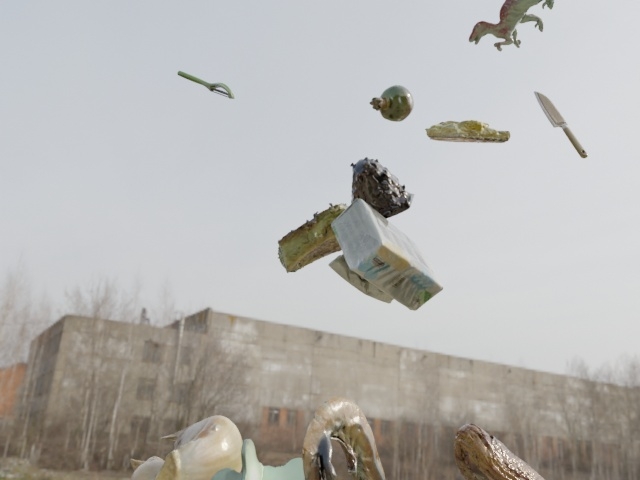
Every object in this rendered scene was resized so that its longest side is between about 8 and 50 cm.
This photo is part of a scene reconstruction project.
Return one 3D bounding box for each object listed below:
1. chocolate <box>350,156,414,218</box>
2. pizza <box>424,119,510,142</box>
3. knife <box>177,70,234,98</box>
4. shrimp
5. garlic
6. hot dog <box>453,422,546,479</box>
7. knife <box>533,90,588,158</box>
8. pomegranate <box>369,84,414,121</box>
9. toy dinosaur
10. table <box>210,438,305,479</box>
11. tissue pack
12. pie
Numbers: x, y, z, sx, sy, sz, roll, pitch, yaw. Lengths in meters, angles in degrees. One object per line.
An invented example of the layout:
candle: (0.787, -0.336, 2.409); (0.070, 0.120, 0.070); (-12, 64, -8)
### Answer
chocolate: (0.127, -0.132, 1.444); (0.156, 0.156, 0.133); (-6, -60, 27)
pizza: (0.247, -0.191, 1.079); (0.099, 0.035, 0.160); (0, 8, -40)
knife: (-0.244, -0.335, 1.317); (0.184, 0.026, 0.022); (27, 0, 31)
shrimp: (0.043, 0.321, 0.820); (0.046, 0.219, 0.152); (-18, 11, 34)
garlic: (-0.308, 0.527, 1.370); (0.249, 0.286, 0.313); (10, -15, -10)
hot dog: (0.388, 0.499, 1.346); (0.227, 0.099, 0.160); (33, -24, 9)
knife: (0.672, -0.331, 1.737); (0.046, 0.256, 0.022); (-15, -28, -14)
pomegranate: (0.216, -0.418, 1.886); (0.142, 0.114, 0.114); (-8, -9, -36)
toy dinosaur: (0.468, -0.558, 1.456); (0.167, 0.242, 0.053); (18, 13, -7)
table: (-0.092, 0.401, 0.868); (0.167, 0.198, 0.166); (1, -53, 1)
tissue pack: (0.125, 0.049, 1.328); (0.145, 0.159, 0.229); (-41, -48, 16)
pie: (0.000, 0.000, 2.025); (0.288, 0.103, 0.354); (-23, -18, -13)
